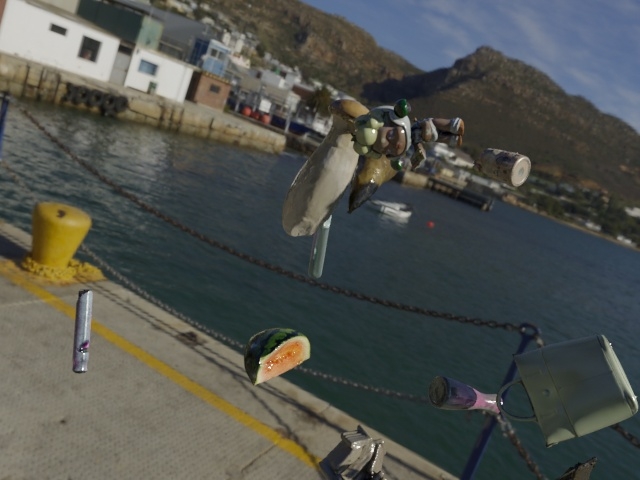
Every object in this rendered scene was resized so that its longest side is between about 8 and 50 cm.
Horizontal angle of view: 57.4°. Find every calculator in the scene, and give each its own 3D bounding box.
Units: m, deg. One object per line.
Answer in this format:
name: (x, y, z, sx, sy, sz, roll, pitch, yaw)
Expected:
calculator: (0.000, 0.000, 1.755, 0.045, 0.246, 0.141, 9, 28, 1)

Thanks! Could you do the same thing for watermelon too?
watermelon: (-0.128, 0.356, 1.965, 0.303, 0.128, 0.159, -10, 70, -56)

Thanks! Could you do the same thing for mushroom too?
mushroom: (0.014, -0.161, 1.364, 0.128, 0.350, 0.128, 22, 21, -9)

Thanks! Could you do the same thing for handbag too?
handbag: (0.605, 0.378, 1.475, 0.109, 0.315, 0.241, 33, 37, -55)

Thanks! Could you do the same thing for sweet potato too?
sweet potato: (0.150, -0.203, 1.562, 0.130, 0.131, 0.423, 22, 33, 6)

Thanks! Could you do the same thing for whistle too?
whistle: (-0.504, 0.191, 1.237, 0.033, 0.177, 0.033, 1, -6, 0)

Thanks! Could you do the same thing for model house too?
model house: (0.097, 0.577, 1.489, 0.122, 0.188, 0.229, 26, -26, 39)

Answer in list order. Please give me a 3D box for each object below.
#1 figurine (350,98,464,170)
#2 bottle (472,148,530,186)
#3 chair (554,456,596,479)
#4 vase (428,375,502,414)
figurine: (0.150, -0.185, 1.030, 0.197, 0.147, 0.094, 8, 47, 10)
bottle: (0.514, -0.217, 1.672, 0.099, 0.099, 0.152, 12, 13, -41)
chair: (0.511, 0.554, 1.249, 0.174, 0.213, 0.149, 4, 2, -44)
vase: (0.404, 0.434, 1.606, 0.214, 0.086, 0.086, 19, 10, -25)
